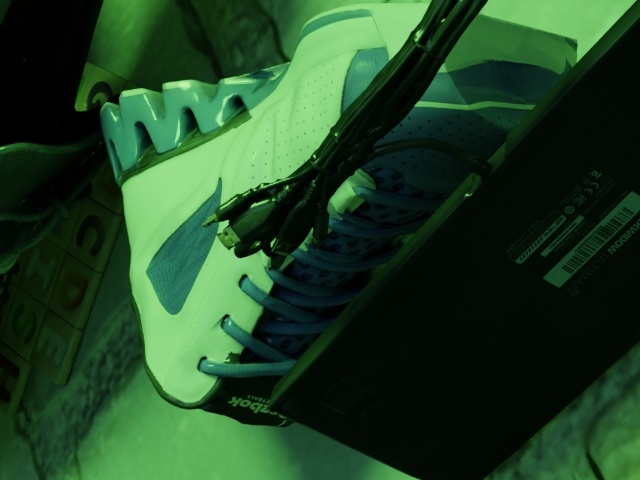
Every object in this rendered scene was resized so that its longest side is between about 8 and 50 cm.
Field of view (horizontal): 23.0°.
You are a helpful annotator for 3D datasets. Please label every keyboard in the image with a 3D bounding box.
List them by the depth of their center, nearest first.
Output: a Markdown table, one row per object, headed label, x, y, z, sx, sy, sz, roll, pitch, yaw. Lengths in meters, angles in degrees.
| label | x | y | z | sx | sy | sz | roll | pitch | yaw |
| --- | --- | --- | --- | --- | --- | --- | --- | --- | --- |
| keyboard | 0.083 | -0.025 | 0.656 | 0.317 | 0.201 | 0.033 | -48 | 29 | 26 |

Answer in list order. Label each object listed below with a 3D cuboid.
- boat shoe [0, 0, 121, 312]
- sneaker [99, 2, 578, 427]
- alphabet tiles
| label | x | y | z | sx | sy | sz | roll | pitch | yaw |
| --- | --- | --- | --- | --- | --- | --- | --- | --- | --- |
| boat shoe | -0.203 | -0.058 | 0.928 | 0.156 | 0.187 | 0.500 | 18 | 114 | 9 |
| sneaker | -0.001 | 0.000 | 0.794 | 0.315 | 0.127 | 0.182 | -13 | 75 | 51 |
| alphabet tiles | -0.201 | -0.012 | 1.070 | 0.198 | 0.009 | 0.237 | 28 | 100 | 45 |
